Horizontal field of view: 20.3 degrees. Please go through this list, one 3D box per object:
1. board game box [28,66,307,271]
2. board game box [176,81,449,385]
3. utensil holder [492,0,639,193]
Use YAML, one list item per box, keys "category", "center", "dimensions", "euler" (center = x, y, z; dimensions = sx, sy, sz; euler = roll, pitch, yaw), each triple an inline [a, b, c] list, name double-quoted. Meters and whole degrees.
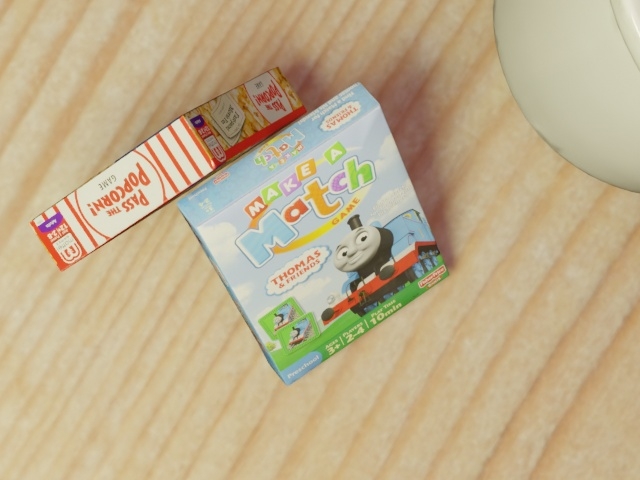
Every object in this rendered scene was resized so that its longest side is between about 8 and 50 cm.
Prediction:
- category: "board game box"
  center: [-0.106, -0.056, 1.299]
  dimensions: [0.146, 0.193, 0.045]
  euler: [-32, 94, 24]
- category: "board game box"
  center: [0.000, 0.000, 1.346]
  dimensions: [0.160, 0.039, 0.211]
  euler: [-34, 139, -6]
- category: "utensil holder"
  center: [0.311, -0.190, 1.284]
  dimensions: [0.327, 0.385, 0.328]
  euler: [0, 90, -8]
